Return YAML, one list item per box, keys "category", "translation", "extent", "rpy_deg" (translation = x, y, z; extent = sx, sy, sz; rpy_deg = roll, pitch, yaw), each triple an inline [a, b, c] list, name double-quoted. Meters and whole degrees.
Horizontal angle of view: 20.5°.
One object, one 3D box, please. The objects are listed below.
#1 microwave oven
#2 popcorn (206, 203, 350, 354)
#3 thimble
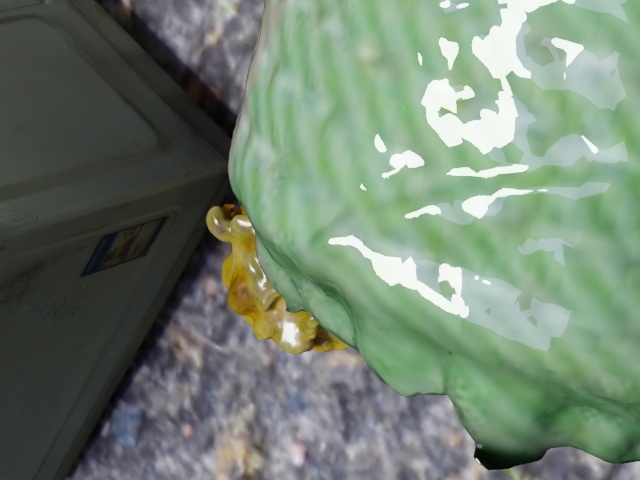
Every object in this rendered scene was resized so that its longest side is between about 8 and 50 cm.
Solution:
- category: "microwave oven"
  translation: [-0.154, 0.013, 0.704]
  extent: [0.129, 0.163, 0.205]
  rpy_deg: [46, 126, 21]
- category: "popcorn"
  translation: [0.000, 0.000, 0.655]
  extent: [0.082, 0.057, 0.083]
  rpy_deg: [-18, 87, 36]
- category: "thimble"
  translation: [0.086, -0.037, 0.489]
  extent: [0.219, 0.219, 0.150]
  rpy_deg: [28, 114, 28]
